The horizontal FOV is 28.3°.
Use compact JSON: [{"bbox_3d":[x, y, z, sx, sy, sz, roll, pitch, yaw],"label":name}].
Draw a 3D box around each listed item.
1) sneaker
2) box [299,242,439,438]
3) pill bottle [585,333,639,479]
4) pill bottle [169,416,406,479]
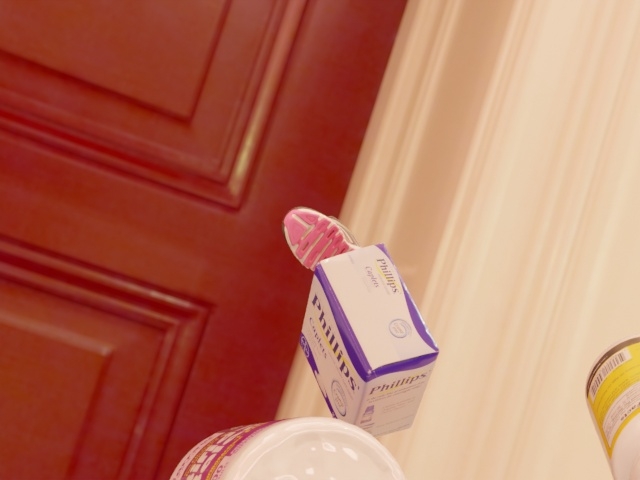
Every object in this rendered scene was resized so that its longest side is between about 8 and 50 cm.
[{"bbox_3d":[0.000,0.000,1.529,0.170,0.063,0.075,32,8,-47],"label":"sneaker"},{"bbox_3d":[0.040,0.096,1.159,0.072,0.126,0.137,-13,-35,-19],"label":"box"},{"bbox_3d":[0.305,0.173,1.110,0.119,0.119,0.208,18,20,-5],"label":"pill bottle"},{"bbox_3d":[-0.047,0.244,1.118,0.169,0.169,0.301,20,-16,-15],"label":"pill bottle"}]
